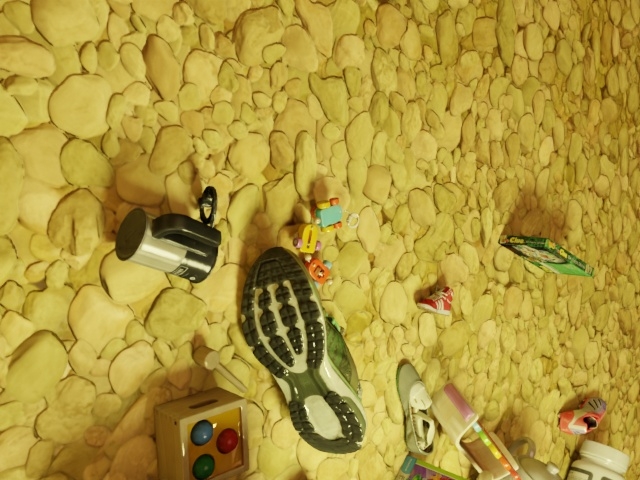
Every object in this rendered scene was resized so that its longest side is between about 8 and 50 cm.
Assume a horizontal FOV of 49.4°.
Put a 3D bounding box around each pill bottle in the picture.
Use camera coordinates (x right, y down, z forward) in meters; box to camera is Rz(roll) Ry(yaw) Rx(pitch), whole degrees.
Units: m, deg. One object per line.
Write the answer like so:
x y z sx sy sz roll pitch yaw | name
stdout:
0.799 0.746 2.039 0.161 0.161 0.283 37 70 -39 | pill bottle

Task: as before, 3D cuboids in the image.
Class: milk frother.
-0.226 -0.026 1.073 0.135 0.129 0.143 24 36 -42 | milk frother

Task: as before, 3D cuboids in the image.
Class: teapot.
0.507 0.608 1.686 0.252 0.256 0.187 19 108 -53 | teapot

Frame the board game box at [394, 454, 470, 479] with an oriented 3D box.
0.208 0.648 1.438 0.078 0.233 0.347 48 63 -35 | board game box

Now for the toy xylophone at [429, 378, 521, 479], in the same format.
0.357 0.458 1.555 0.081 0.236 0.322 -37 140 2 | toy xylophone

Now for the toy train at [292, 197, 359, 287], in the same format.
0.000 0.000 1.306 0.125 0.046 0.166 44 69 -38 | toy train

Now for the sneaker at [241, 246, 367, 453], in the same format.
-0.018 0.185 1.280 0.182 0.158 0.410 -59 134 -61 | sneaker

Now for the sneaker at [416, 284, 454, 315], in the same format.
0.258 0.129 1.556 0.118 0.042 0.067 17 87 -50 | sneaker

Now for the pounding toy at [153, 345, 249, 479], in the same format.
-0.170 0.282 1.145 0.181 0.094 0.206 -9 101 -42 | pounding toy

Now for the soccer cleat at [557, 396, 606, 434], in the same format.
0.794 0.523 2.055 0.248 0.095 0.083 -3 96 -42 | soccer cleat

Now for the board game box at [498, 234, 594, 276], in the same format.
0.580 0.041 1.779 0.260 0.136 0.030 25 75 -42 | board game box

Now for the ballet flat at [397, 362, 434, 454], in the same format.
0.218 0.371 1.529 0.072 0.068 0.213 -19 107 -40 | ballet flat
